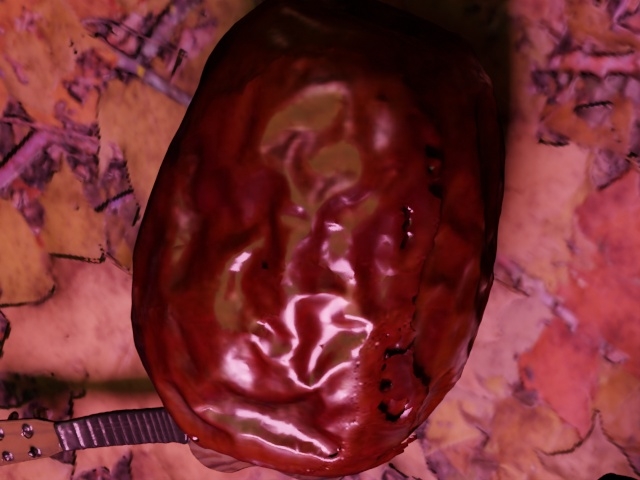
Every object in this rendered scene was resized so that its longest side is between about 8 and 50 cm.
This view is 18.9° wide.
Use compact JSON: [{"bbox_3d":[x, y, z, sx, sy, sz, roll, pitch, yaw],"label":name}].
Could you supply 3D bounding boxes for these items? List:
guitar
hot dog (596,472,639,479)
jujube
[{"bbox_3d":[-0.091,0.108,1.140,0.271,0.038,0.084,-8,104,32],"label":"guitar"},{"bbox_3d":[0.206,0.268,0.977,0.194,0.107,0.326,17,113,22],"label":"hot dog"},{"bbox_3d":[0.000,0.000,0.964,0.183,0.183,0.243,23,110,24],"label":"jujube"}]
